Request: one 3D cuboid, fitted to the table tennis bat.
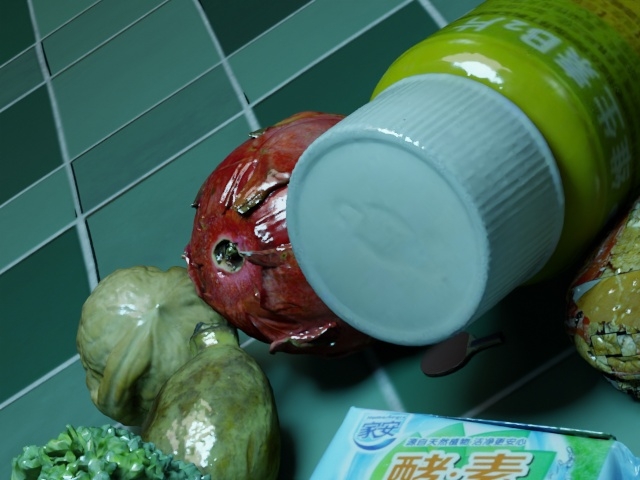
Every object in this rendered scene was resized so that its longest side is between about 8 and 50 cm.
[{"bbox_3d":[0.125,0.097,1.675,0.083,0.007,0.050,-21,30,29],"label":"table tennis bat"}]

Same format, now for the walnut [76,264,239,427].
[{"bbox_3d":[-0.154,0.099,1.787,0.155,0.184,0.155,3,59,-4],"label":"walnut"}]

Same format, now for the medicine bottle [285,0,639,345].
[{"bbox_3d":[0.149,-0.076,1.577,0.224,0.224,0.384,-10,17,39],"label":"medicine bottle"}]

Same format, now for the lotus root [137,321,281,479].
[{"bbox_3d":[-0.095,0.169,1.653,0.138,0.138,0.214,-12,57,37],"label":"lotus root"}]

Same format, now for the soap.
[{"bbox_3d":[0.107,0.207,1.389,0.293,0.077,0.156,4,44,28],"label":"soap"}]

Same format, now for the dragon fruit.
[{"bbox_3d":[0.002,-0.003,1.731,0.241,0.252,0.241,-32,54,59],"label":"dragon fruit"}]

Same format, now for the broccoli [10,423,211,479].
[{"bbox_3d":[-0.143,0.320,1.345,0.249,0.375,0.302,-4,-13,-34],"label":"broccoli"}]

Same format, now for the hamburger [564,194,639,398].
[{"bbox_3d":[0.293,0.028,1.490,0.231,0.107,0.231,-26,29,15],"label":"hamburger"}]
